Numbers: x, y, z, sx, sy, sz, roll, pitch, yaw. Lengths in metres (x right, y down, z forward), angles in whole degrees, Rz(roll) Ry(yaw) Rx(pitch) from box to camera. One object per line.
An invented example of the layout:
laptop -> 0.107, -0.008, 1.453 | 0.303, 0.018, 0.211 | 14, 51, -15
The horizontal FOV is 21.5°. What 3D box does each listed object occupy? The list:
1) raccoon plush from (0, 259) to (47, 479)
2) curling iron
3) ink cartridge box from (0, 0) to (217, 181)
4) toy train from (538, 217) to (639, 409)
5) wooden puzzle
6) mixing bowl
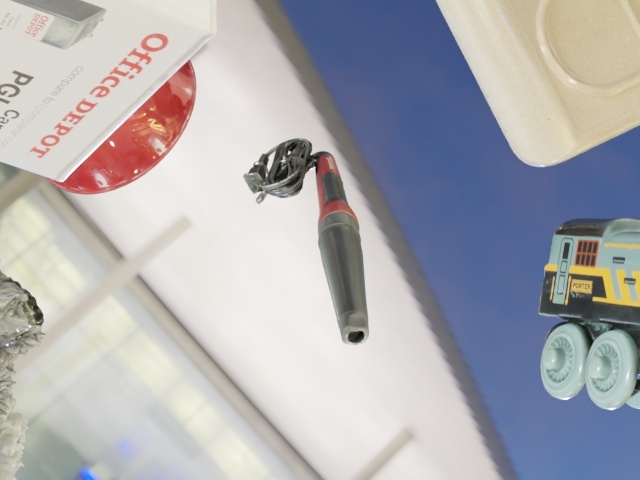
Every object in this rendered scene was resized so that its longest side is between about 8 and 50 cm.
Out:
raccoon plush -> -0.419, 0.183, 1.466 | 0.216, 0.446, 0.299 | 23, -59, 28
curling iron -> 0.000, 0.000, 1.163 | 0.274, 0.068, 0.035 | -113, 179, -59
ink cartridge box -> -0.182, -0.130, 0.836 | 0.218, 0.092, 0.158 | 17, -39, -34
toy train -> 0.327, 0.074, 1.625 | 0.142, 0.190, 0.334 | 9, -2, -24
wooden puzzle -> 0.250, -0.263, 1.551 | 0.322, 0.348, 0.080 | 63, -23, 3
mixing bowl -> -0.219, -0.144, 1.591 | 0.181, 0.181, 0.098 | 31, -9, 37
